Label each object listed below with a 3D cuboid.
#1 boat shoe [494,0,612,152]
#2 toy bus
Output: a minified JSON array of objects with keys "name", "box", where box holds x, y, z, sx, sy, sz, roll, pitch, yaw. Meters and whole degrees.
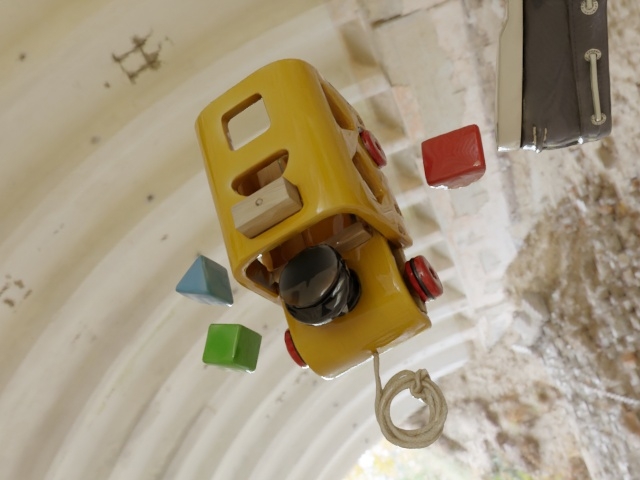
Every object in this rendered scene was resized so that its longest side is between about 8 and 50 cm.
[{"name":"boat shoe","box":[0.122,-0.141,0.374,0.075,0.064,0.206,-70,-19,-61]},{"name":"toy bus","box":[-0.008,-0.007,0.452,0.104,0.202,0.191,35,-106,-52]}]
